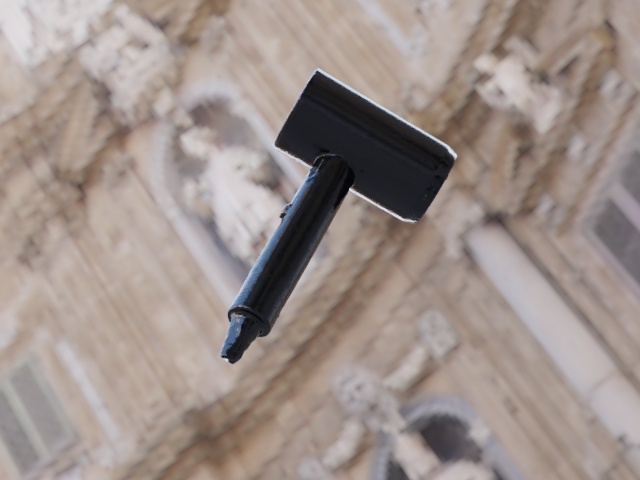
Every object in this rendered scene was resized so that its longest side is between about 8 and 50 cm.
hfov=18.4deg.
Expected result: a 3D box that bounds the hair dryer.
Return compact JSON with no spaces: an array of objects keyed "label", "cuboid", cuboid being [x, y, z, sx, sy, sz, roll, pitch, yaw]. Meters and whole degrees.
[{"label":"hair dryer","cuboid":[0.000,0.000,1.424,0.255,0.128,0.070,-63,2,-33]}]
